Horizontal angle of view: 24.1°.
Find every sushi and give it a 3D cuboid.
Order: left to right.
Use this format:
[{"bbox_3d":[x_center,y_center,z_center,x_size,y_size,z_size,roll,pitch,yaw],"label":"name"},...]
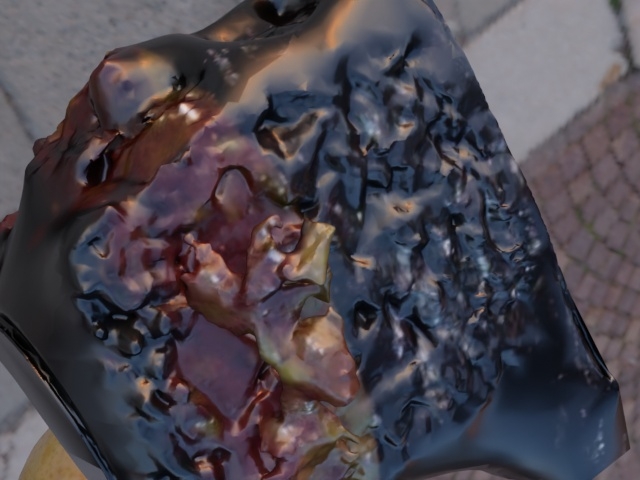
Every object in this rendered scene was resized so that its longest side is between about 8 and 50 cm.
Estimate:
[{"bbox_3d":[-0.021,0.013,0.470,0.150,0.153,0.172,-34,131,-19],"label":"sushi"}]

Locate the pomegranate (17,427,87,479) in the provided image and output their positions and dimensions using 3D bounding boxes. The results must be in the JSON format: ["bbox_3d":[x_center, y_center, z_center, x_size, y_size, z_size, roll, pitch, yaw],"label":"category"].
[{"bbox_3d":[-0.093,0.221,1.201,0.319,0.319,0.319,-21,123,-36],"label":"pomegranate"}]
